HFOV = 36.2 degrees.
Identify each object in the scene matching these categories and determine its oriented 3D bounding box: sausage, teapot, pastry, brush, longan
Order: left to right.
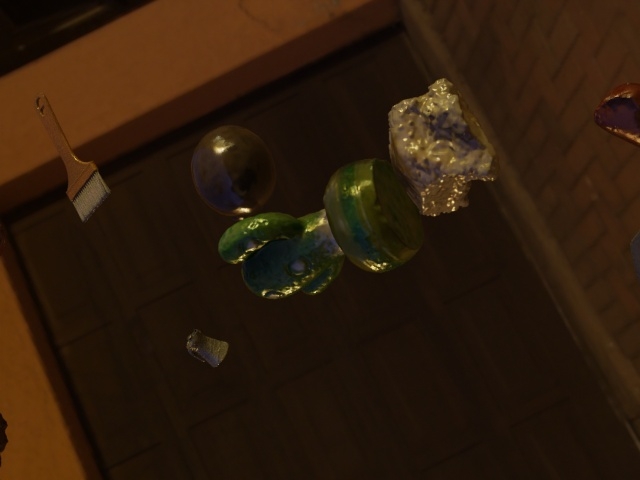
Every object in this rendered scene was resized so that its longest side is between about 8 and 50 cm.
[{"bbox_3d":[-0.486,-0.171,1.866,0.013,0.103,0.272,-10,-116,-51],"label":"brush"},{"bbox_3d":[-0.235,0.216,1.979,0.083,0.067,0.057,36,-150,-22],"label":"teapot"},{"bbox_3d":[-0.168,-0.124,1.898,0.185,0.159,0.204,46,151,47],"label":"longan"},{"bbox_3d":[0.120,-0.086,1.004,0.121,0.089,0.258,58,-177,2],"label":"pastry"},{"bbox_3d":[0.613,-0.180,1.663,0.330,0.102,0.102,22,-166,-17],"label":"sausage"}]

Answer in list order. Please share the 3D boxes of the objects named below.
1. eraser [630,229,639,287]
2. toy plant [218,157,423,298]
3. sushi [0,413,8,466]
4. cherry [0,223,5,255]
[{"bbox_3d":[0.551,0.112,1.495,0.111,0.077,0.353,-13,-91,-51],"label":"eraser"},{"bbox_3d":[0.000,0.000,1.629,0.224,0.315,0.185,40,-145,-45],"label":"toy plant"},{"bbox_3d":[-0.655,0.342,1.596,0.170,0.270,0.236,17,-169,39],"label":"sushi"},{"bbox_3d":[-0.428,0.000,1.161,0.225,0.107,0.090,164,116,-74],"label":"cherry"}]
